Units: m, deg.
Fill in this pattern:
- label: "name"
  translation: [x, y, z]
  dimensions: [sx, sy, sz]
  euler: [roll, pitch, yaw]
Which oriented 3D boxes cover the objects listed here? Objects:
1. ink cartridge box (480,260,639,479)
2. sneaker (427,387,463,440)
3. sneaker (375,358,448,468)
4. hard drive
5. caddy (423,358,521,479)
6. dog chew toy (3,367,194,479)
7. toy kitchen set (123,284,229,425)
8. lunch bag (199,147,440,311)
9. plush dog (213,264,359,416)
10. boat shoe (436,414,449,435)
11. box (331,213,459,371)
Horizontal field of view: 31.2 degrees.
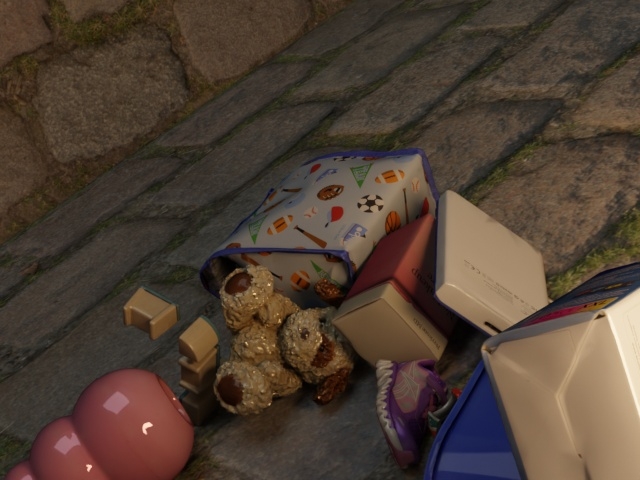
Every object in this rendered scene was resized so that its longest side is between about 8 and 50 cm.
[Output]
- label: "ink cartridge box"
  translation: [0.356, 0.170, 1.240]
  dimensions: [0.151, 0.270, 0.395]
  euler: [-17, 1, 38]
- label: "sneaker"
  translation: [0.226, 0.238, 1.642]
  dimensions: [0.161, 0.075, 0.057]
  euler: [-28, 24, -7]
- label: "sneaker"
  translation: [0.140, 0.244, 1.705]
  dimensions: [0.105, 0.095, 0.236]
  euler: [-13, 24, 8]
- label: "hard drive"
  translation: [0.274, 0.055, 1.834]
  dimensions: [0.040, 0.210, 0.318]
  euler: [-51, 12, 26]
- label: "caddy"
  translation: [0.230, 0.278, 1.354]
  dimensions: [0.179, 0.241, 0.341]
  euler: [0, 33, 34]
- label: "dog chew toy"
  translation: [-0.370, 0.356, 1.849]
  dimensions: [0.332, 0.206, 0.206]
  euler: [-36, 24, -4]
- label: "toy kitchen set"
  translation: [-0.242, 0.183, 1.990]
  dimensions: [0.166, 0.207, 0.122]
  euler: [25, 46, 21]
- label: "lunch bag"
  translation: [0.000, 0.000, 2.172]
  dimensions: [0.386, 0.239, 0.328]
  euler: [3, 38, 36]
- label: "plush dog"
  translation: [-0.042, 0.183, 1.935]
  dimensions: [0.225, 0.210, 0.262]
  euler: [-4, 65, 14]
- label: "boat shoe"
  translation: [0.259, 0.235, 1.579]
  dimensions: [0.229, 0.076, 0.080]
  euler: [-19, 32, -11]
- label: "box"
  translation: [0.145, 0.093, 1.887]
  dimensions: [0.127, 0.148, 0.232]
  euler: [-30, 19, 41]
